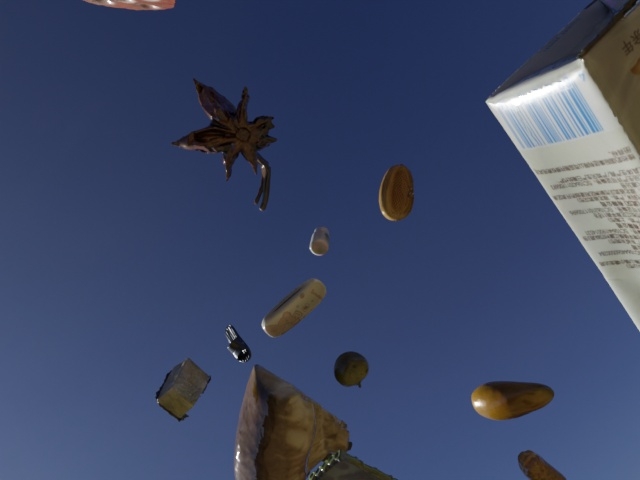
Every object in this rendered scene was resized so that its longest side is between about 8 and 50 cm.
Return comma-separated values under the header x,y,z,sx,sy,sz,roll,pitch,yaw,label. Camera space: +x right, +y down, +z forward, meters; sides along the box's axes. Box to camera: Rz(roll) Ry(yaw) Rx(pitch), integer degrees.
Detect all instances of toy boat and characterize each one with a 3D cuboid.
x,y,z,sx,sy,sz,roll,pitch,yaw,label
0.050,0.281,0.627,0.115,0.016,0.063,33,-64,-18,toy boat

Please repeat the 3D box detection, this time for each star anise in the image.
x,y,z,sx,sy,sz,roll,pitch,yaw,label
-0.201,-0.216,1.280,0.238,0.148,0.346,-25,-60,7,star anise

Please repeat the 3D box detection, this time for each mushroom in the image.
x,y,z,sx,sy,sz,roll,pitch,yaw,label
-0.109,0.456,1.208,0.313,0.225,0.397,-57,-31,-22,mushroom

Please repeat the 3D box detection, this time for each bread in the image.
x,y,z,sx,sy,sz,roll,pitch,yaw,label
0.412,0.431,1.000,0.044,0.052,0.157,-42,-58,11,bread
0.241,-0.148,1.730,0.114,0.077,0.189,10,-107,-6,bread

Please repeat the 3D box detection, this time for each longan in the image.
x,y,z,sx,sy,sz,roll,pitch,yaw,label
0.067,0.271,1.132,0.075,0.075,0.083,-36,-73,-14,longan

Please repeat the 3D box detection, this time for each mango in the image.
x,y,z,sx,sy,sz,roll,pitch,yaw,label
0.415,0.349,1.193,0.102,0.184,0.084,16,-115,-35,mango

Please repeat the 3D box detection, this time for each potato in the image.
x,y,z,sx,sy,sz,roll,pitch,yaw,label
-0.289,0.313,1.155,0.086,0.122,0.061,41,-71,-10,potato

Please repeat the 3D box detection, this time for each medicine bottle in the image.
x,y,z,sx,sy,sz,roll,pitch,yaw,label
0.000,0.000,1.510,0.052,0.089,0.052,2,-62,4,medicine bottle

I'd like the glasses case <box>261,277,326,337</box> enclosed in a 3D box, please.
x,y,z,sx,sy,sz,roll,pitch,yaw,label
-0.071,0.183,1.490,0.204,0.051,0.081,-42,-53,-8,glasses case

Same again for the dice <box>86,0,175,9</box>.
x,y,z,sx,sy,sz,roll,pitch,yaw,label
-0.328,-0.492,0.916,0.180,0.175,0.173,-1,-79,-14,dice

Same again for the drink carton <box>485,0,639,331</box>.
x,y,z,sx,sy,sz,roll,pitch,yaw,label
0.332,-0.077,0.517,0.194,0.132,0.324,-42,-78,-14,drink carton

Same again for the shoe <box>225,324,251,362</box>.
x,y,z,sx,sy,sz,roll,pitch,yaw,label
-0.289,0.344,1.814,0.053,0.159,0.062,13,-61,-46,shoe
